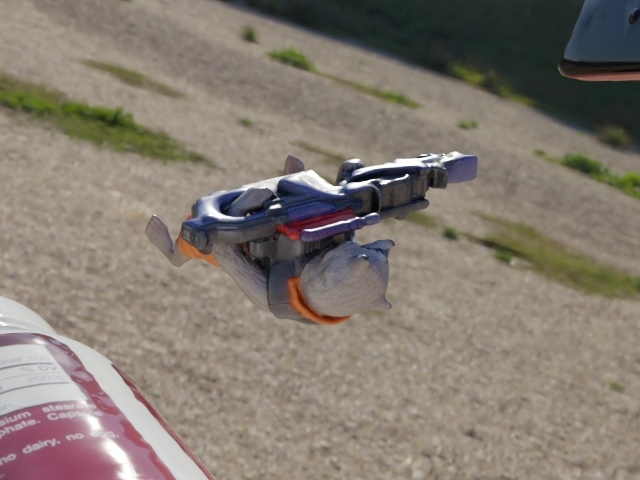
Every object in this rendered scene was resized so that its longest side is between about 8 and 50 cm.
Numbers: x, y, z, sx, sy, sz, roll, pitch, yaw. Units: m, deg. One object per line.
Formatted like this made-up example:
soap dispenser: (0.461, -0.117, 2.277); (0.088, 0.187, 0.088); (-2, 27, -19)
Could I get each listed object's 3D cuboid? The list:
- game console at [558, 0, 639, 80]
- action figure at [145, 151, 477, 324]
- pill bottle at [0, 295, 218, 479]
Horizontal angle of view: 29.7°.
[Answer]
game console: (0.390, -0.329, 1.132); (0.060, 0.387, 0.342); (25, -4, -27)
action figure: (0.000, 0.000, 1.289); (0.341, 0.179, 0.330); (-12, 19, -21)
pill bottle: (-0.162, 0.188, 0.683); (0.224, 0.224, 0.392); (8, 16, -35)
